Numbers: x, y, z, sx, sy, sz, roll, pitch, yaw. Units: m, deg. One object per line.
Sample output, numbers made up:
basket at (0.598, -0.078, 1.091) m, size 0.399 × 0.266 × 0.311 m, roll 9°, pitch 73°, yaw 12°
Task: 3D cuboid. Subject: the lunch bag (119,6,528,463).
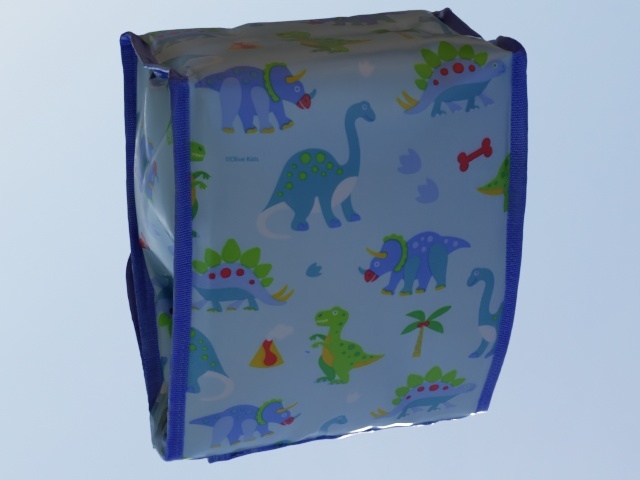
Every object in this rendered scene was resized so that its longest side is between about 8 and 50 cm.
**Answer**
lunch bag at (0.000, 0.000, 0.673) m, size 0.128 × 0.151 × 0.096 m, roll -7°, pitch -162°, yaw -15°
